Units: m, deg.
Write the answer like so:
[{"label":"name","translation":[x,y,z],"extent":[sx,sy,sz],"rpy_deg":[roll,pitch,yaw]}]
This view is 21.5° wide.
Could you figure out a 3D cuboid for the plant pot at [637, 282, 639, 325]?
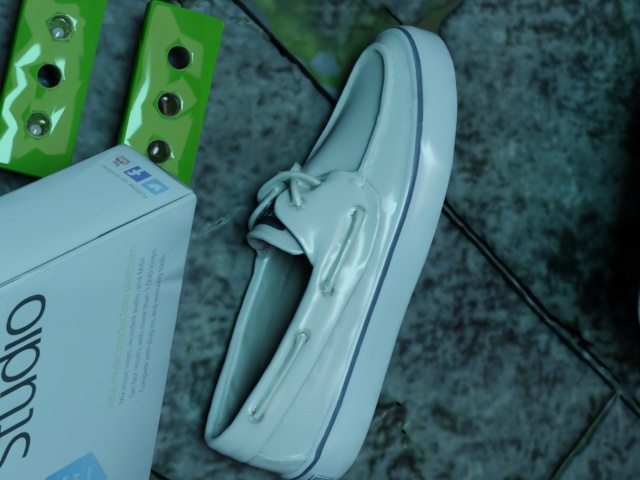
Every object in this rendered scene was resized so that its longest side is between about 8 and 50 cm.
[{"label":"plant pot","translation":[0.319,-0.073,0.989],"extent":[0.271,0.271,0.255],"rpy_deg":[18,56,-22]}]

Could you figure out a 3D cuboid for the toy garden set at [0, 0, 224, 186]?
[{"label":"toy garden set","translation":[-0.172,-0.141,0.899],"extent":[0.244,0.049,0.204],"rpy_deg":[14,85,-22]}]

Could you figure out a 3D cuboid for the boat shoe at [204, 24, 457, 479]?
[{"label":"boat shoe","translation":[0.000,0.000,0.948],"extent":[0.088,0.096,0.267],"rpy_deg":[18,90,-27]}]

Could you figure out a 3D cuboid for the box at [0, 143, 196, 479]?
[{"label":"box","translation":[-0.196,0.112,0.747],"extent":[0.322,0.058,0.232],"rpy_deg":[-28,142,-42]}]
